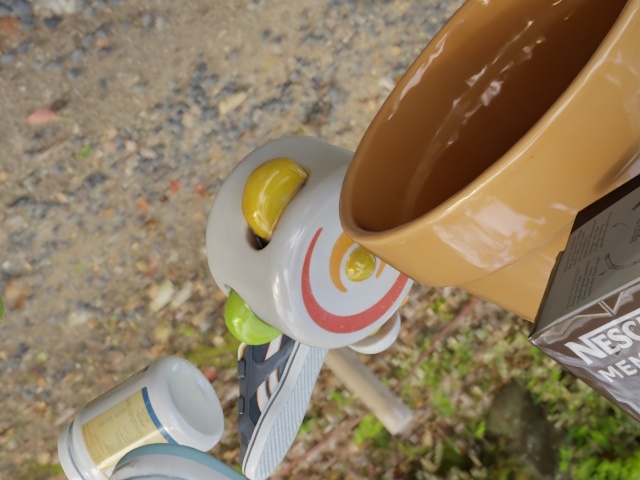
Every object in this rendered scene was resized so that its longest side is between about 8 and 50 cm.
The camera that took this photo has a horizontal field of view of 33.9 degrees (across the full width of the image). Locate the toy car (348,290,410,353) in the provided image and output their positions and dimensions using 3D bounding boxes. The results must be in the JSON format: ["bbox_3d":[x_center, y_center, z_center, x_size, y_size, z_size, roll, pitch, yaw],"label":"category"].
[{"bbox_3d":[0.039,0.034,1.265,0.136,0.182,0.159,-43,130,-7],"label":"toy car"}]

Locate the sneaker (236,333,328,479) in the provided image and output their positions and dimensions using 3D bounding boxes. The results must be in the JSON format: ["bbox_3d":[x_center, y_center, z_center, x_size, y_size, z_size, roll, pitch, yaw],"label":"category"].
[{"bbox_3d":[-0.086,0.250,1.822,0.321,0.128,0.126,-67,156,-11],"label":"sneaker"}]

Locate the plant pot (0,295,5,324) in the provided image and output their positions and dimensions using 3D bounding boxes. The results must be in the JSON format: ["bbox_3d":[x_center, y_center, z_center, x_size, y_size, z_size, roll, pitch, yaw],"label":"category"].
[{"bbox_3d":[-0.644,0.013,1.652,0.276,0.276,0.253,-23,130,-43],"label":"plant pot"}]

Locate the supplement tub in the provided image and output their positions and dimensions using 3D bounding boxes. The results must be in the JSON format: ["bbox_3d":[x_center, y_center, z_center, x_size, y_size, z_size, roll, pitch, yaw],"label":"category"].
[{"bbox_3d":[-0.251,0.264,1.465,0.200,0.144,0.144,-32,164,19],"label":"supplement tub"}]

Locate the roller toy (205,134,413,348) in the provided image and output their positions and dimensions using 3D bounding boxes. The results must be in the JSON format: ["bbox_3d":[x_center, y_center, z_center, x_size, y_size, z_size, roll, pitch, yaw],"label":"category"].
[{"bbox_3d":[0.000,0.000,1.026,0.191,0.146,0.209,-21,121,-34],"label":"roller toy"}]

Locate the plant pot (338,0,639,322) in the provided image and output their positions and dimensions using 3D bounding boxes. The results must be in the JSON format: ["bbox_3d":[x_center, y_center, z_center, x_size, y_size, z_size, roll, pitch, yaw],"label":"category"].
[{"bbox_3d":[0.183,-0.059,0.727,0.291,0.203,0.291,-46,-161,21],"label":"plant pot"}]

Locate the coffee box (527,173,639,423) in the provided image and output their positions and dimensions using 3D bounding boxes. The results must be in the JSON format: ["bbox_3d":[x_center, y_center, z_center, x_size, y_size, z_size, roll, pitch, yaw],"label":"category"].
[{"bbox_3d":[0.231,0.007,0.465,0.246,0.141,0.098,-38,-162,51],"label":"coffee box"}]

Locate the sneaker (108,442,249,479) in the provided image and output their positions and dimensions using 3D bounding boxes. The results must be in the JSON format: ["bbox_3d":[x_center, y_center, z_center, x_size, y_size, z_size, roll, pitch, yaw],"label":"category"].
[{"bbox_3d":[-0.042,0.306,0.736,0.127,0.319,0.208,-40,-158,39],"label":"sneaker"}]
